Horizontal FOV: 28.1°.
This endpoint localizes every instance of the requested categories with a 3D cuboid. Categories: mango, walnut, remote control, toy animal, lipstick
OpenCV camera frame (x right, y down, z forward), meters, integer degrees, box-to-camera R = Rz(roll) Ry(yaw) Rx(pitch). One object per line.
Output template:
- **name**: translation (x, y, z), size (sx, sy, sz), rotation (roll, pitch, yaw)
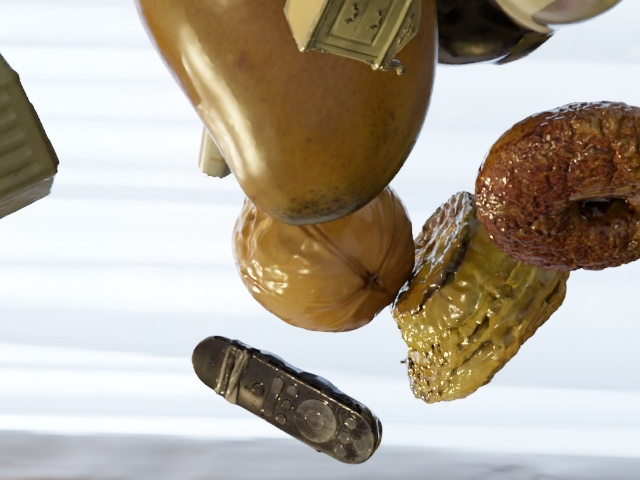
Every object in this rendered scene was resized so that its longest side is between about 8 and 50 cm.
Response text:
- **mango**: translation (-0.027, -0.202, 1.148), size (0.221, 0.264, 0.378), rotation (151, 103, -76)
- **walnut**: translation (0.000, 0.000, 1.418), size (0.221, 0.195, 0.195), rotation (31, 124, 59)
- **remote control**: translation (-0.040, 0.194, 1.615), size (0.090, 0.266, 0.066), rotation (-67, -15, 16)
- **toy animal**: translation (0.243, -0.340, 1.546), size (0.251, 0.310, 0.251), rotation (10, -102, -51)
- **lipstick**: translation (-0.129, -0.200, 1.772), size (0.059, 0.059, 0.264), rotation (-86, 8, -45)

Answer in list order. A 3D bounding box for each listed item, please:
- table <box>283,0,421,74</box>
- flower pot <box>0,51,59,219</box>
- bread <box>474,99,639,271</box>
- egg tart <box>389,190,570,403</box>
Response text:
- **table**: translation (0.031, -0.169, 0.896), size (0.079, 0.083, 0.062), rotation (-63, 30, 31)
- **flower pot**: translation (-0.426, -0.115, 1.433), size (0.209, 0.189, 0.239), rotation (61, 162, 1)
- **bread**: translation (0.211, -0.037, 1.019), size (0.193, 0.193, 0.064), rotation (88, -175, -53)
- **egg tart**: translation (0.164, 0.038, 1.423), size (0.294, 0.123, 0.294), rotation (-50, 14, 17)
